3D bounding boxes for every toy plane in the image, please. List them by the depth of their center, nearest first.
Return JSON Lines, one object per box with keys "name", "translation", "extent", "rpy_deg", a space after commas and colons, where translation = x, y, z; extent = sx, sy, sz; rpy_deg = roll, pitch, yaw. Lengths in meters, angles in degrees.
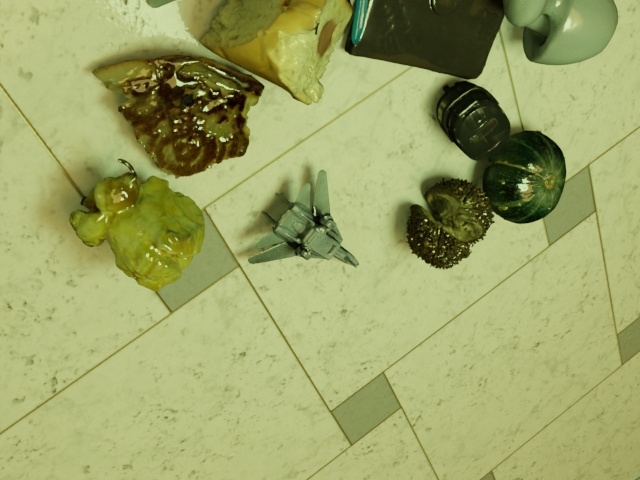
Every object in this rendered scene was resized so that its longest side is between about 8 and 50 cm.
{"name": "toy plane", "translation": [0.006, 0.006, 1.484], "extent": [0.212, 0.088, 0.267], "rpy_deg": [-50, 132, 5]}

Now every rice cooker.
{"name": "rice cooker", "translation": [0.286, -0.225, 1.508], "extent": [0.112, 0.106, 0.165], "rpy_deg": [-39, 130, 8]}

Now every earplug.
{"name": "earplug", "translation": [0.403, -0.439, 1.388], "extent": [0.325, 0.175, 0.214], "rpy_deg": [46, 48, -46]}

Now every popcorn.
{"name": "popcorn", "translation": [-0.273, -0.031, 1.244], "extent": [0.195, 0.173, 0.168], "rpy_deg": [43, 51, -18]}

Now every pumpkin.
{"name": "pumpkin", "translation": [0.414, -0.128, 1.629], "extent": [0.190, 0.146, 0.190], "rpy_deg": [-15, 123, -24]}

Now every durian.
{"name": "durian", "translation": [0.259, -0.024, 1.589], "extent": [0.196, 0.167, 0.196], "rpy_deg": [-24, 147, -17]}

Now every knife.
{"name": "knife", "translation": [0.074, -0.457, 1.252], "extent": [0.026, 0.044, 0.297], "rpy_deg": [11, 109, 8]}

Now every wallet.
{"name": "wallet", "translation": [0.191, -0.377, 1.396], "extent": [0.309, 0.042, 0.165], "rpy_deg": [4, 117, -35]}

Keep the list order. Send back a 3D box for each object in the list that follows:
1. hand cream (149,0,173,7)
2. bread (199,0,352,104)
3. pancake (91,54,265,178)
{"name": "hand cream", "translation": [-0.223, -0.478, 1.054], "extent": [0.124, 0.078, 0.341], "rpy_deg": [-30, 138, -15]}
{"name": "bread", "translation": [-0.019, -0.305, 1.187], "extent": [0.224, 0.211, 0.184], "rpy_deg": [23, 97, -35]}
{"name": "pancake", "translation": [-0.195, -0.213, 1.234], "extent": [0.212, 0.056, 0.257], "rpy_deg": [-32, 139, 0]}
